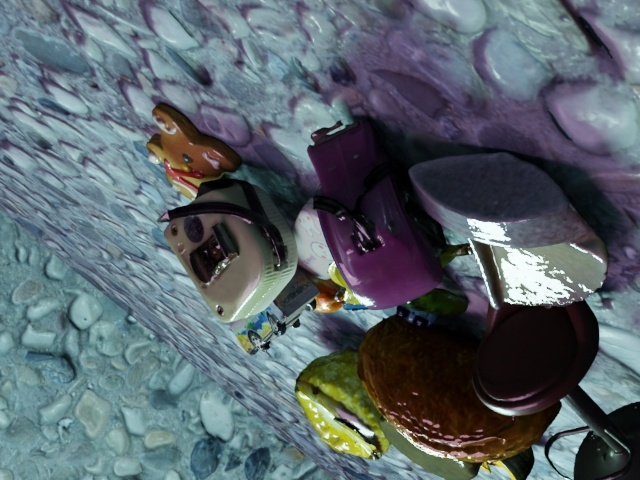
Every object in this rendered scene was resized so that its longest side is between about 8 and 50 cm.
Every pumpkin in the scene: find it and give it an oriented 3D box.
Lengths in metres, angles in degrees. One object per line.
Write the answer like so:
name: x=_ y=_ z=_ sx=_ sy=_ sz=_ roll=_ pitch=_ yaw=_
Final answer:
pumpkin: x=0.413 y=0.472 z=2.273 sx=0.119 sy=0.107 sz=0.183 roll=50 pitch=164 yaw=-20

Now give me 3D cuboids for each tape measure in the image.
tape measure: x=0.085 y=-0.026 z=1.467 sx=0.245 sy=0.149 sz=0.231 roll=49 pitch=-160 yaw=-52
tape measure: x=-0.172 y=-0.011 z=1.851 sx=0.271 sy=0.133 sz=0.231 roll=56 pitch=133 yaw=20

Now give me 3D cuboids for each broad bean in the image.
broad bean: x=0.195 y=0.071 z=1.698 sx=0.144 sy=0.049 sz=0.292 roll=-2 pitch=155 yaw=-1

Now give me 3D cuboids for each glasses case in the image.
glasses case: x=0.000 y=0.000 z=1.860 sx=0.113 sy=0.075 sz=0.297 roll=33 pitch=161 yaw=2

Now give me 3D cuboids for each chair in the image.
chair: x=0.394 y=0.237 z=1.582 sx=0.401 sy=0.226 sz=0.226 roll=46 pitch=157 yaw=-27

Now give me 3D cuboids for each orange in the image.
orange: x=0.078 y=0.372 z=2.409 sx=0.271 sy=0.210 sz=0.369 roll=34 pitch=162 yaw=5

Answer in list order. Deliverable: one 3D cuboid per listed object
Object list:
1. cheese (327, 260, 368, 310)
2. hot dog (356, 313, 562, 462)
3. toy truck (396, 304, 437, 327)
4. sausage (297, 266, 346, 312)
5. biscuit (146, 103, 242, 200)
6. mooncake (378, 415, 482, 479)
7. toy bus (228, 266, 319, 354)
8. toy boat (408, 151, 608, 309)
cheese: x=0.096 y=0.064 z=1.782 sx=0.177 sy=0.069 sz=0.270 roll=-2 pitch=150 yaw=-8
hot dog: x=0.248 y=0.271 z=1.882 sx=0.387 sy=0.267 sz=0.174 roll=21 pitch=121 yaw=27
toy truck: x=0.161 y=0.113 z=1.905 sx=0.136 sy=0.063 sz=0.074 roll=30 pitch=-179 yaw=14
sausage: x=-0.045 y=0.096 z=2.133 sx=0.312 sy=0.093 sz=0.093 roll=10 pitch=149 yaw=48
biscuit: x=-0.250 y=-0.137 z=1.978 sx=0.216 sy=0.047 sz=0.340 roll=35 pitch=160 yaw=-1
mooncake: x=0.237 y=0.383 z=2.060 sx=0.228 sy=0.124 sz=0.228 roll=28 pitch=157 yaw=13
toy bus: x=-0.102 y=0.132 z=2.053 sx=0.138 sy=0.112 sz=0.317 roll=51 pitch=154 yaw=6
toy boat: x=0.275 y=-0.005 z=1.371 sx=0.293 sy=0.111 sz=0.276 roll=43 pitch=158 yaw=-31
